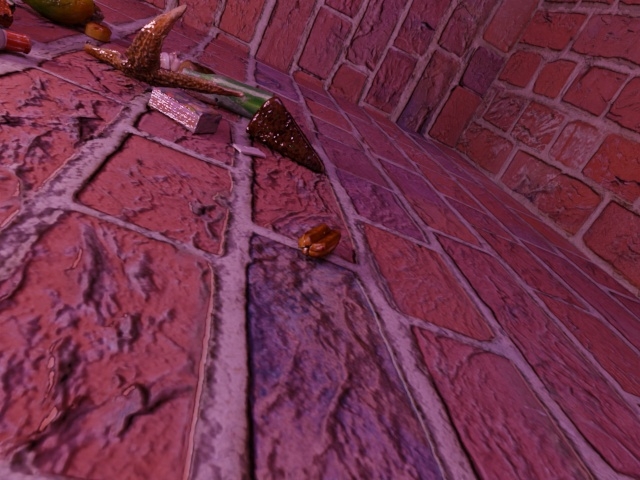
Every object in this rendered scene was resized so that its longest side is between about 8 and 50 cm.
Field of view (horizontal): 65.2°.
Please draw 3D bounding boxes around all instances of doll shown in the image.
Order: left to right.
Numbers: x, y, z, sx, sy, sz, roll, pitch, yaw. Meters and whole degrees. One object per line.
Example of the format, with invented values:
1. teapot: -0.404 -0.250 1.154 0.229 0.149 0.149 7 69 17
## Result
1. doll: -0.486 -0.586 1.636 0.127 0.084 0.073 24 17 -33

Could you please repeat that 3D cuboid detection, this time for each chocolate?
1. chocolate: -0.290 -0.458 1.561 0.291 0.110 0.110 16 23 -20

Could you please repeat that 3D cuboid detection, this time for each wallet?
1. wallet: -0.180 -0.227 1.270 0.083 0.011 0.044 2 32 -46

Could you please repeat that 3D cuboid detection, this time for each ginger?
1. ginger: -0.402 -0.533 1.626 0.095 0.069 0.190 49 26 17

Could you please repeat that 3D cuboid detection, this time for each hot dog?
1. hot dog: -0.001 0.001 0.921 0.062 0.038 0.144 28 19 9

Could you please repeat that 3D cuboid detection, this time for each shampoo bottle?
1. shampoo bottle: -0.732 -0.440 1.054 0.108 0.051 0.221 38 23 28

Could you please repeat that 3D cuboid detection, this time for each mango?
1. mango: -0.827 -0.744 1.554 0.233 0.111 0.125 7 41 -21

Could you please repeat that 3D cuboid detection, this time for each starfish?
1. starfish: -0.414 -0.466 1.325 0.384 0.132 0.398 20 -16 -29

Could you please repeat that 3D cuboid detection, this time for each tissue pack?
1. tissue pack: -0.335 -0.326 1.248 0.148 0.060 0.108 32 20 9

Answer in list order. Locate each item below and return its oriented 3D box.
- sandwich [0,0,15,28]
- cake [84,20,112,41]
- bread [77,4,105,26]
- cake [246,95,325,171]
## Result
1. sandwich: -0.820 -0.541 1.165 0.159 0.079 0.235 37 25 -2
2. cake: -0.725 -0.682 1.631 0.084 0.044 0.084 23 19 -9
3. bread: -0.821 -0.773 1.680 0.177 0.084 0.119 23 20 1
4. cake: -0.072 -0.305 1.410 0.246 0.135 0.112 28 20 2
